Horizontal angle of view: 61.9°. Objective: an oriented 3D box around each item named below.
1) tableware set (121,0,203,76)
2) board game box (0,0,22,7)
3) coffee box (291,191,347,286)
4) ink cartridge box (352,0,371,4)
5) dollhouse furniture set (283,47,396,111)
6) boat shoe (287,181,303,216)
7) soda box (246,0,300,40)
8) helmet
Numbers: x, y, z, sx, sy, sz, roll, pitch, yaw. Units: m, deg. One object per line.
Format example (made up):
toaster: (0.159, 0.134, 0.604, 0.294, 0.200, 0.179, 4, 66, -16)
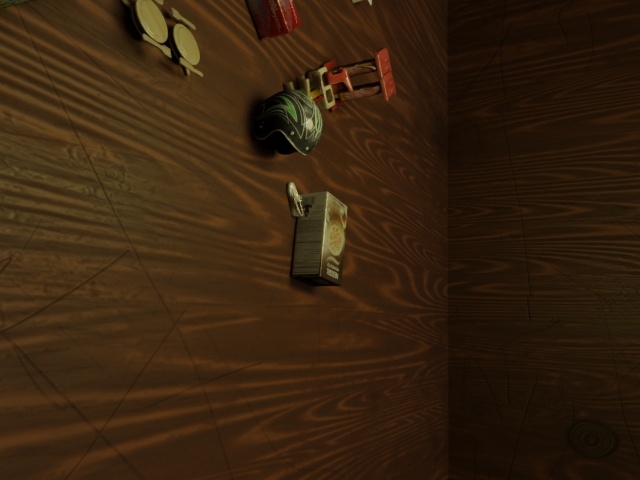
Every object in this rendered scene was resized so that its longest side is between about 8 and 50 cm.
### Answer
tableware set: (-0.311, -0.408, 1.063, 0.194, 0.039, 0.128, 16, 61, -67)
board game box: (-0.429, -0.402, 0.724, 0.275, 0.144, 0.142, -55, 134, -49)
coffee box: (0.000, 0.000, 1.539, 0.141, 0.098, 0.246, 29, 62, -58)
ink cartridge box: (0.124, -0.931, 1.904, 0.181, 0.062, 0.104, 31, 61, -57)
dollhouse furniture set: (0.074, -0.458, 1.615, 0.374, 0.201, 0.152, -50, 130, -53)
boat shoe: (-0.067, -0.115, 1.492, 0.035, 0.035, 0.100, -26, 110, -60)
soda box: (-0.144, -0.651, 1.340, 0.083, 0.092, 0.263, -60, 138, -47)
helmet: (-0.074, -0.298, 1.362, 0.169, 0.162, 0.169, 10, 79, -61)
